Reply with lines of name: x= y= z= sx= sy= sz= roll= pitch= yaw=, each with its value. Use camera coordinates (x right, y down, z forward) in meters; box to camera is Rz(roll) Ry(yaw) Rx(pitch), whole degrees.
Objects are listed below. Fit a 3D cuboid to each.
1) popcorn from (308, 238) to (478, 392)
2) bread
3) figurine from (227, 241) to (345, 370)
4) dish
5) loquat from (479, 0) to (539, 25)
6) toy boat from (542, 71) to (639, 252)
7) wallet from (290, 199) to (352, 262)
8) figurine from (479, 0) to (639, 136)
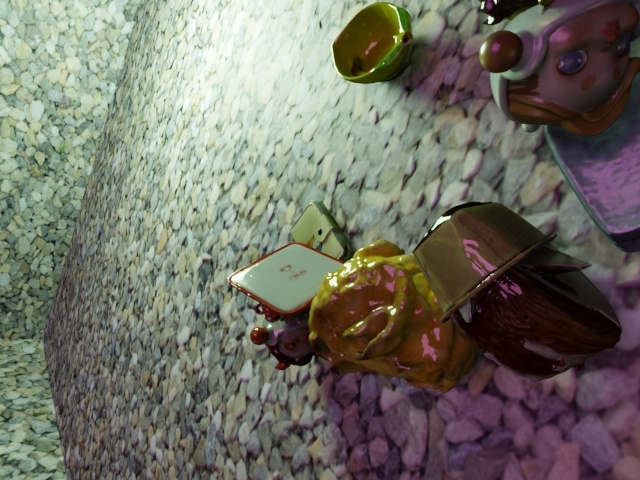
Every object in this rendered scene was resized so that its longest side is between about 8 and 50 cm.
popcorn: x=0.105 y=0.114 z=0.592 sx=0.250 sy=0.250 sz=0.190 roll=-24 pitch=31 yaw=40
bread: x=0.232 y=0.048 z=0.476 sx=0.212 sy=0.224 sz=0.142 roll=50 pitch=124 yaw=22
figurine: x=-0.053 y=0.153 z=0.769 sx=0.160 sy=0.183 sz=0.226 roll=25 pitch=127 yaw=34
dish: x=0.111 y=-0.357 z=0.768 sx=0.207 sy=0.080 sz=0.149 roll=29 pitch=100 yaw=46
loquat: x=0.284 y=-0.377 z=0.492 sx=0.243 sy=0.243 sz=0.244 roll=-10 pitch=76 yaw=44
toy boat: x=0.346 y=-0.130 z=0.490 sx=0.127 sy=0.078 sz=0.283 roll=-32 pitch=62 yaw=41
wallet: x=0.000 y=0.000 z=0.846 sx=0.110 sy=0.039 sz=0.155 roll=-53 pitch=50 yaw=29
figurine: x=0.226 y=-0.239 z=0.408 sx=0.194 sy=0.274 sz=0.133 roll=-41 pitch=24 yaw=3
